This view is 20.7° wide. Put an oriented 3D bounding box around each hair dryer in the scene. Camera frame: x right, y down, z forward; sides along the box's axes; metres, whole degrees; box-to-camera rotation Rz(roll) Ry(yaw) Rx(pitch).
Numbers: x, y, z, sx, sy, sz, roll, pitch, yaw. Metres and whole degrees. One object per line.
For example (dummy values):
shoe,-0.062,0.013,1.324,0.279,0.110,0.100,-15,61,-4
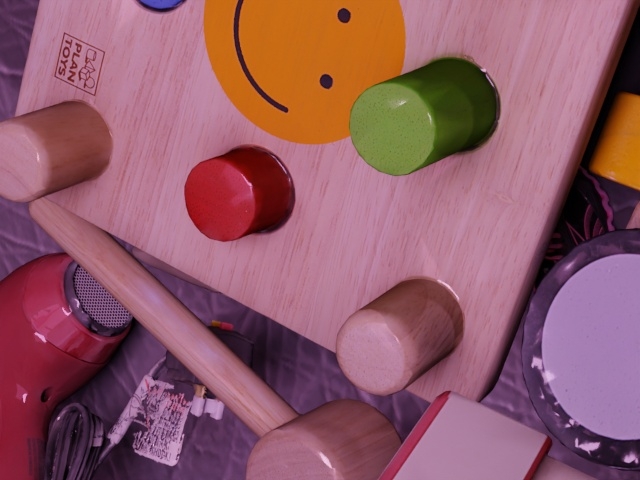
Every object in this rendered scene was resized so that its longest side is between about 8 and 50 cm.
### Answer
hair dryer,-0.176,0.109,0.995,0.293,0.080,0.223,16,71,57

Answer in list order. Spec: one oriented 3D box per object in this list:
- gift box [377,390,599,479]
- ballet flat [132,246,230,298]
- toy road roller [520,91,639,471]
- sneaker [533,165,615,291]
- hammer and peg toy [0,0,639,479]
gift box,0.049,0.246,0.610,0.258,0.255,0.276,27,116,12
ballet flat,0.000,0.000,0.915,0.248,0.086,0.086,-16,86,42
toy road roller,0.259,0.011,0.680,0.329,0.202,0.240,23,97,31
sneaker,0.119,0.009,0.854,0.047,0.057,0.119,-32,76,34
hammer and peg toy,-0.026,-0.043,0.750,0.266,0.127,0.361,28,117,19
